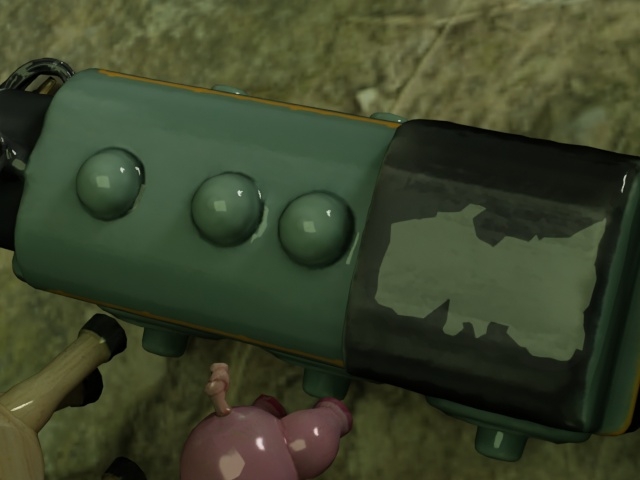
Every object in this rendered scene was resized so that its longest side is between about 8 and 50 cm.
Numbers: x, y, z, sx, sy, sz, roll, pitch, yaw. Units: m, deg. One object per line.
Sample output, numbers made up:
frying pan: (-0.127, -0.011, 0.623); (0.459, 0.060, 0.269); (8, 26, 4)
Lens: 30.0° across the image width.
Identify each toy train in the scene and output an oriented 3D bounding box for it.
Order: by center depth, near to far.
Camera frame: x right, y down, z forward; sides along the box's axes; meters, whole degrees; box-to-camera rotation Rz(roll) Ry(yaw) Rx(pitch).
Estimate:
toy train: (0.000, 0.000, 0.514); (0.334, 0.190, 0.142); (14, 85, 20)

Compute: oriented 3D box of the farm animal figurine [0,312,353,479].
farm animal figurine: (-0.048, 0.222, 0.438); (0.330, 0.172, 0.327); (31, 130, 22)

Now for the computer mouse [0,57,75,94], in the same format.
computer mouse: (-0.226, -0.012, 0.681); (0.242, 0.041, 0.071); (-41, 79, 2)
